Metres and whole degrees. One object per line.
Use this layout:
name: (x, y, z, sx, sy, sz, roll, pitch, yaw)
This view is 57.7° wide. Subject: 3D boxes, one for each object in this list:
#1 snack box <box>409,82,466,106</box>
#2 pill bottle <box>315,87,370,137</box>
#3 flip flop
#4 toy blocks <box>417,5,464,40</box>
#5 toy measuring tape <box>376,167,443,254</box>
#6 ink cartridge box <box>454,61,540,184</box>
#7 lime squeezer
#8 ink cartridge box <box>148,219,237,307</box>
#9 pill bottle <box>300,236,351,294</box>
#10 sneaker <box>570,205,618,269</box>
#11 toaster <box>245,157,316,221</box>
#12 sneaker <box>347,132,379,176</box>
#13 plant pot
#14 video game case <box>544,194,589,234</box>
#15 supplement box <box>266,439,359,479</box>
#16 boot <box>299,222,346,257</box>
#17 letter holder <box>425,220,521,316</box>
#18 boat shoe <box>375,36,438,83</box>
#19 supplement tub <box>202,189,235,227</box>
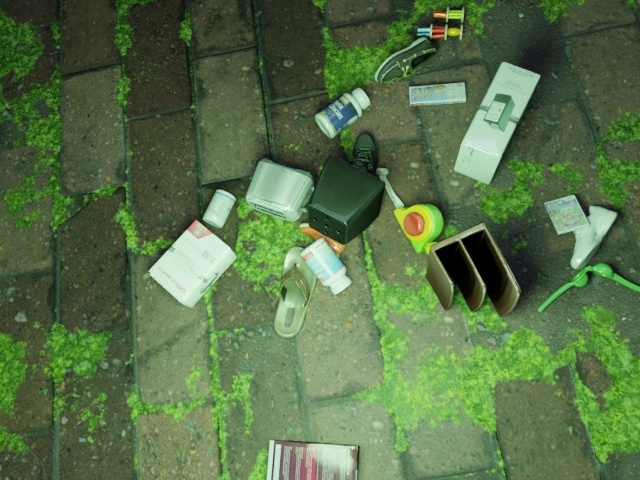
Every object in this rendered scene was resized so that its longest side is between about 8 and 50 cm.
snack box: (0.380, -0.475, 1.890, 0.179, 0.022, 0.064, -3, 72, 7)
pill bottle: (0.074, -0.416, 1.876, 0.169, 0.094, 0.094, -38, 71, -5)
flip flop: (-0.080, 0.149, 1.717, 0.112, 0.080, 0.276, 10, 74, 11)
toy blocks: (0.405, -0.732, 1.955, 0.148, 0.054, 0.123, 5, 73, 10)
toy measuring tape: (0.277, -0.105, 1.728, 0.122, 0.121, 0.330, -25, 70, 0)
ink cartridge box: (0.520, -0.341, 1.726, 0.122, 0.211, 0.289, 26, 78, 14)
lime squeezer: (0.756, 0.123, 1.629, 0.311, 0.059, 0.109, -10, 101, 4)
ink cartridge box: (-0.390, 0.074, 1.782, 0.159, 0.092, 0.218, 38, 79, 18)
pill bottle: (0.019, 0.076, 1.706, 0.087, 0.087, 0.160, -37, 92, -5)
sneaker: (0.756, -0.011, 1.661, 0.094, 0.080, 0.212, 31, 71, 28)
toaster: (-0.134, -0.157, 1.803, 0.227, 0.129, 0.146, 20, 78, 13)
sneaker: (0.133, -0.247, 1.795, 0.087, 0.130, 0.227, 7, 71, 9)
plant pot: (0.059, -0.103, 1.701, 0.188, 0.187, 0.167, 30, 64, 14)
video game case: (0.713, -0.076, 1.683, 0.087, 0.011, 0.122, -16, 46, 13)
supplement box: (-0.018, 0.609, 1.559, 0.240, 0.073, 0.130, 1, 73, 10)
boot: (0.000, 0.000, 1.770, 0.158, 0.059, 0.084, 20, 81, 13)
letter holder: (0.398, 0.119, 1.540, 0.152, 0.302, 0.214, -24, 70, 0)
boat shoe: (0.283, -0.583, 1.908, 0.228, 0.081, 0.068, -37, 67, -7)
supplement tub: (-0.321, -0.101, 1.842, 0.071, 0.071, 0.107, 20, 77, 14)
